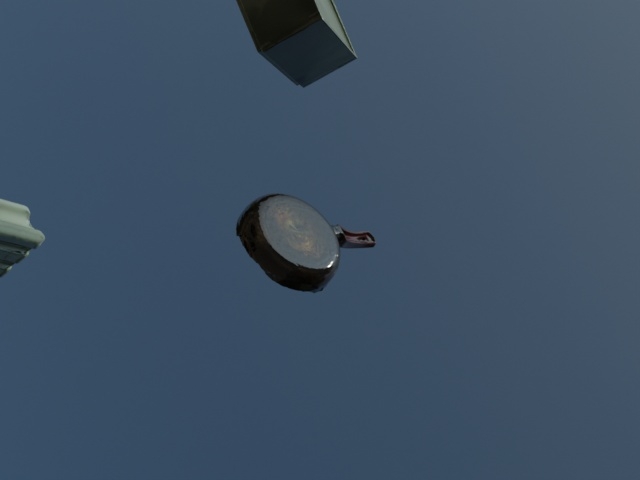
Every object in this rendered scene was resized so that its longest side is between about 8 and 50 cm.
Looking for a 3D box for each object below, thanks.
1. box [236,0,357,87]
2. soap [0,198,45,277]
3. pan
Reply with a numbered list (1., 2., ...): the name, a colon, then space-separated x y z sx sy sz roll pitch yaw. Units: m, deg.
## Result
1. box: -0.051 -0.306 1.212 0.086 0.129 0.225 -26 -108 13
2. soap: -0.593 -0.005 1.696 0.159 0.265 0.088 -37 -109 12
3. pan: 0.002 -0.002 1.091 0.040 0.212 0.115 -44 -113 32
